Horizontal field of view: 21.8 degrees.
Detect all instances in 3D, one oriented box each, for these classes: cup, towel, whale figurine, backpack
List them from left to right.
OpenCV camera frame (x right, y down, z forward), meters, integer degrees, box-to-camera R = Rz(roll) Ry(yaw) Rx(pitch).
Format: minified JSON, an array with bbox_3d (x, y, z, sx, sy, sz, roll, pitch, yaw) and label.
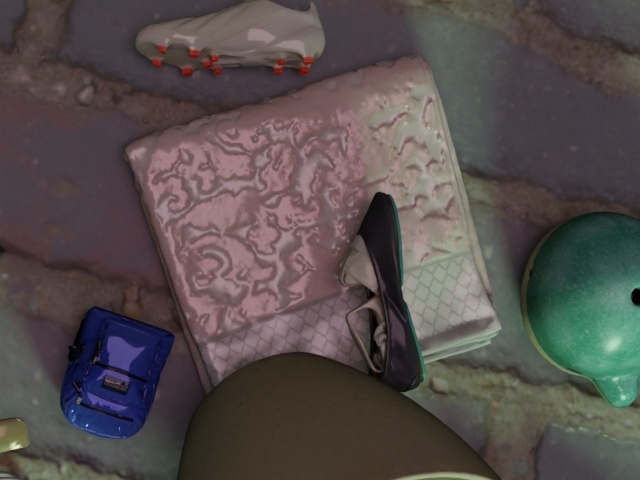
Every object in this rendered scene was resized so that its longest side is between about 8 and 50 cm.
[{"bbox_3d":[-0.206,0.134,1.629,0.098,0.101,0.120,20,87,-5],"label":"backpack"},{"bbox_3d":[-0.009,0.246,1.577,0.331,0.331,0.237,-21,50,-13],"label":"cup"},{"bbox_3d":[0.000,0.000,1.707,0.331,0.053,0.317,-18,92,-14],"label":"towel"},{"bbox_3d":[0.348,0.073,1.740,0.272,0.141,0.216,19,83,-12],"label":"whale figurine"}]

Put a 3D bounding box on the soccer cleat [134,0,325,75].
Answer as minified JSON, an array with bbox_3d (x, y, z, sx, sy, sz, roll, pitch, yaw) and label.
[{"bbox_3d":[-0.092,-0.211,1.690,0.196,0.068,0.076,0,73,-14],"label":"soccer cleat"}]

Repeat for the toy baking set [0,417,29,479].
[{"bbox_3d":[-0.392,0.274,1.618,0.196,0.030,0.256,20,90,-18],"label":"toy baking set"}]

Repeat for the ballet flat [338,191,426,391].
[{"bbox_3d":[0.056,0.055,1.659,0.074,0.074,0.203,-11,93,-13],"label":"ballet flat"}]

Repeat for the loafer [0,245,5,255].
[{"bbox_3d":[-0.359,0.070,1.616,0.061,0.062,0.170,20,85,-17],"label":"loafer"}]
